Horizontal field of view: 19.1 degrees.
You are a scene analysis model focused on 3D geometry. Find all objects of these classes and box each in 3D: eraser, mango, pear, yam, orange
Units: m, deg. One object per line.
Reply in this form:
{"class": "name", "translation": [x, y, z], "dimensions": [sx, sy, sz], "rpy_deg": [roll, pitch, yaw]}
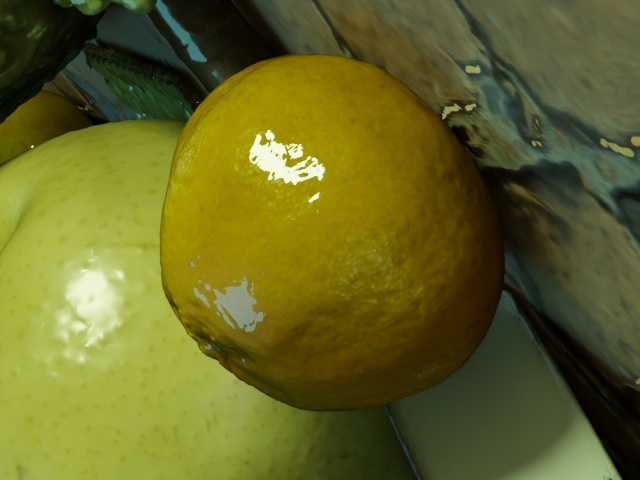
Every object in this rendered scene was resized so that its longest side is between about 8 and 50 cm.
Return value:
{"class": "eraser", "translation": [0.145, 0.200, 0.985], "dimensions": [0.397, 0.082, 0.213], "rpy_deg": [59, -176, -45]}
{"class": "mango", "translation": [-0.233, -0.070, 1.626], "dimensions": [0.136, 0.099, 0.227], "rpy_deg": [46, 179, -13]}
{"class": "pear", "translation": [-0.089, 0.088, 1.041], "dimensions": [0.309, 0.309, 0.309], "rpy_deg": [47, 170, 11]}
{"class": "yam", "translation": [-0.057, -0.105, 0.917], "dimensions": [0.045, 0.045, 0.327], "rpy_deg": [-26, 106, 45]}
{"class": "orange", "translation": [0.000, 0.000, 0.800], "dimensions": [0.159, 0.136, 0.159], "rpy_deg": [45, 172, 8]}

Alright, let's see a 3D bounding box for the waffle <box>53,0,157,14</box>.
{"class": "waffle", "translation": [-0.138, -0.176, 0.855], "dimensions": [0.183, 0.036, 0.169], "rpy_deg": [15, 138, 40]}

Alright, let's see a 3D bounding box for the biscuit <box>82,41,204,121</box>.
{"class": "biscuit", "translation": [-0.087, -0.066, 1.250], "dimensions": [0.144, 0.016, 0.203], "rpy_deg": [53, 168, -21]}

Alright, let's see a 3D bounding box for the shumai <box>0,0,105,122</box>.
{"class": "shumai", "translation": [-0.297, -0.153, 1.098], "dimensions": [0.309, 0.304, 0.263], "rpy_deg": [-31, 95, 47]}
